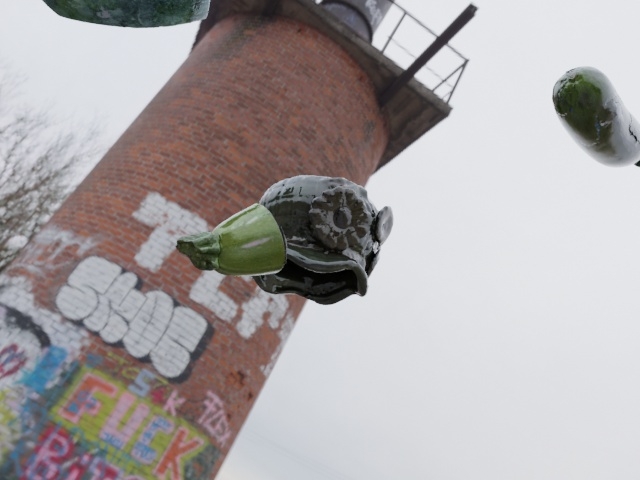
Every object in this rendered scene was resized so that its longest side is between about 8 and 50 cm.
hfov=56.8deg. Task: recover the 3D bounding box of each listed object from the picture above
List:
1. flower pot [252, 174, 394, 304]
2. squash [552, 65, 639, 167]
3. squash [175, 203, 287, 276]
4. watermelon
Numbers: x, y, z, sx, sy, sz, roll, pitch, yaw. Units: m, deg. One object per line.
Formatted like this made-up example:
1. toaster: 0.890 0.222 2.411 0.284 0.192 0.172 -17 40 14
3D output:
1. flower pot: 0.000 0.000 1.248 0.301 0.213 0.302 7 -21 3
2. squash: 0.417 -0.160 0.860 0.087 0.087 0.331 -2 -11 41
3. squash: -0.126 0.015 0.803 0.105 0.132 0.105 35 -46 45
4. watermelon: -0.424 -0.595 1.238 0.386 0.258 0.229 3 -45 -19
